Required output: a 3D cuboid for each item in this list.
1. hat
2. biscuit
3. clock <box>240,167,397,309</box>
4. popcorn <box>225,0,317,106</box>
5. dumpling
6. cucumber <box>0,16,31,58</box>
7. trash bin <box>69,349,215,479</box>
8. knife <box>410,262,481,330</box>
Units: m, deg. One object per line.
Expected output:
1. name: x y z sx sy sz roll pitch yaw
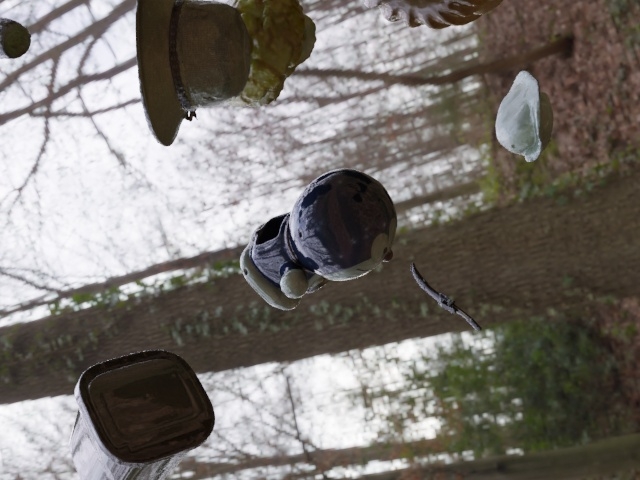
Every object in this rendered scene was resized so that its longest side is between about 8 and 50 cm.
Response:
1. hat: -0.166 -0.261 1.349 0.257 0.130 0.257 0 -90 -85
2. biscuit: 0.169 -0.468 1.630 0.326 0.325 0.107 37 -119 -44
3. clock: 0.000 0.000 1.346 0.146 0.243 0.199 45 -135 -13
4. popcorn: -0.115 -0.337 1.670 0.183 0.221 0.204 29 -148 -25
5. dumpling: 0.408 -0.239 1.851 0.108 0.153 0.219 18 -145 -24
6. cucumber: -0.459 -0.292 1.375 0.064 0.112 0.064 -12 -72 -40
7. trash bin: -0.346 0.353 1.774 0.219 0.250 0.219 -11 -121 -33
8. knife: 0.270 0.133 2.109 0.021 0.045 0.222 -27 -124 -30
